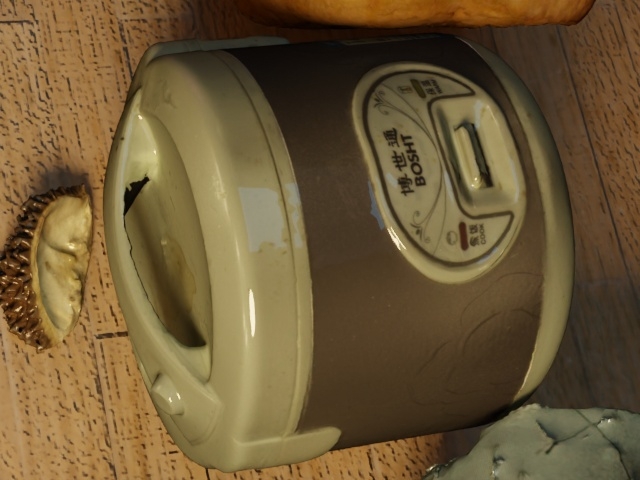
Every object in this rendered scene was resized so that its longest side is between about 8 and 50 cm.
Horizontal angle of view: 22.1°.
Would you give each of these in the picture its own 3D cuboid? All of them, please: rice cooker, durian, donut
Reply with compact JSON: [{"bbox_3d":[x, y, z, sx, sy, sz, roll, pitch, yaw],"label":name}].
[{"bbox_3d":[-0.002,0.000,1.077,0.277,0.288,0.288,-5,70,-22],"label":"rice cooker"},{"bbox_3d":[-0.188,0.011,1.131,0.066,0.052,0.130,15,63,-16],"label":"durian"},{"bbox_3d":[0.063,-0.227,1.173,0.299,0.317,0.150,2,98,17],"label":"donut"}]

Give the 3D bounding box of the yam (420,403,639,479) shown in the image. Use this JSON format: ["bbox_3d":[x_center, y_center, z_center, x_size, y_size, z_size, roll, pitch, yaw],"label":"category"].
[{"bbox_3d":[0.143,0.296,0.977,0.241,0.241,0.348,21,39,-10],"label":"yam"}]
